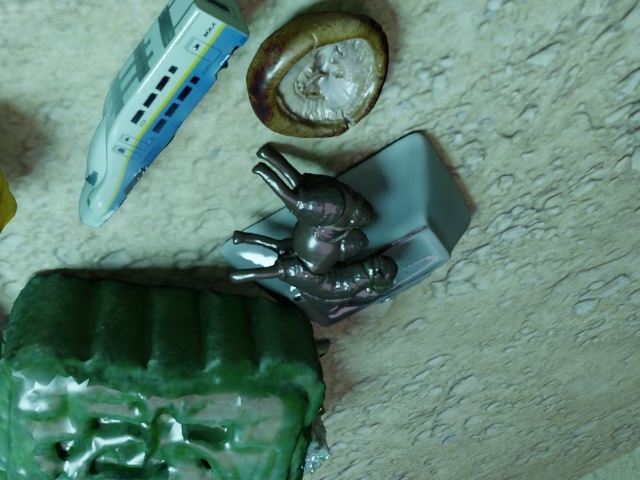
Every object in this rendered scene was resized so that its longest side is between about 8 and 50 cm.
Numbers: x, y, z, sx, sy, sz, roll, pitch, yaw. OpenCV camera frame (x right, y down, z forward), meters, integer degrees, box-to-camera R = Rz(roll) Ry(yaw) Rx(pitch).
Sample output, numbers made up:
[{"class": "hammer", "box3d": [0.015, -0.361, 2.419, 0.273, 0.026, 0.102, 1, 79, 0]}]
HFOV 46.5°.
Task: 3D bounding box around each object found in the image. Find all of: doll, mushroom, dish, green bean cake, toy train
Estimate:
[{"class": "doll", "box3d": [0.000, 0.000, 0.699, 0.165, 0.057, 0.139, 16, 117, -11]}, {"class": "mushroom", "box3d": [-0.001, -0.134, 0.598, 0.123, 0.052, 0.123, -20, 145, -15]}, {"class": "dish", "box3d": [0.044, 0.015, 0.789, 0.243, 0.080, 0.182, -29, 143, 12]}, {"class": "green bean cake", "box3d": [-0.168, 0.202, 0.757, 0.308, 0.169, 0.300, 6, 119, -15]}, {"class": "toy train", "box3d": [-0.143, -0.094, 0.579, 0.051, 0.052, 0.234, 20, 128, -39]}]

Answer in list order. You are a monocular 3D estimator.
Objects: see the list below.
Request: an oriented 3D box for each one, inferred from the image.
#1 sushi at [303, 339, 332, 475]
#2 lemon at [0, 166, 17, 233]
[{"class": "sushi", "box3d": [-0.093, 0.244, 0.961, 0.274, 0.139, 0.184, -34, 144, 16]}, {"class": "lemon", "box3d": [-0.299, -0.031, 0.529, 0.155, 0.114, 0.114, 5, 137, -25]}]
